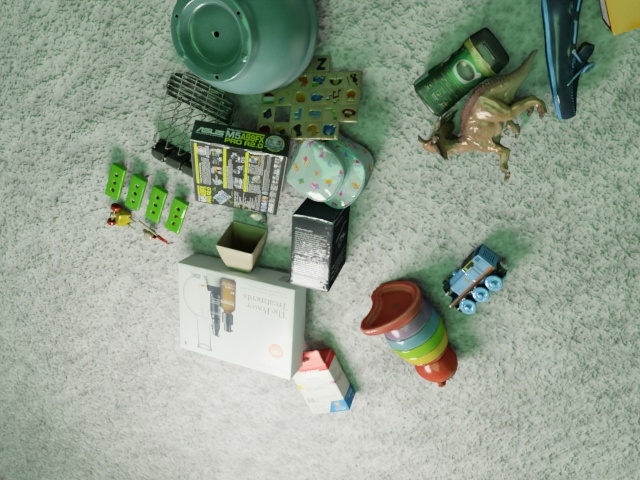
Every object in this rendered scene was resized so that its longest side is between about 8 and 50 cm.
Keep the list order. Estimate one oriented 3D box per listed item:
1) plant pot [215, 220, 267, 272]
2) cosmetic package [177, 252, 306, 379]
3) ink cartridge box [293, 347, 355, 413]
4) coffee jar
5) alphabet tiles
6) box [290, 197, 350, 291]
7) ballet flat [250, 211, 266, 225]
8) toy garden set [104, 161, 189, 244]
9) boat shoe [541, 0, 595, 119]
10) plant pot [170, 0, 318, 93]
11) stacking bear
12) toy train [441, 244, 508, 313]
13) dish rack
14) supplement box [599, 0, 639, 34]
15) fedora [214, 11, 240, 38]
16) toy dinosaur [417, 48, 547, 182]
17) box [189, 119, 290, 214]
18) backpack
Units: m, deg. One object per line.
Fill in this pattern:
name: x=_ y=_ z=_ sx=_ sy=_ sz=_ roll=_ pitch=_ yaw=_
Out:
plant pot: x=-0.215 y=0.026 z=1.534 sx=0.109 sy=0.109 sz=0.096 roll=14 pitch=133 yaw=13
cosmetic package: x=-0.230 y=0.215 z=1.602 sx=0.377 sy=0.097 sz=0.284 roll=11 pitch=113 yaw=21
ink cartridge box: x=-0.004 y=0.412 z=1.682 sx=0.134 sy=0.078 sz=0.231 roll=-15 pitch=112 yaw=27
coffee jar: x=0.290 y=-0.346 z=1.141 sx=0.184 sy=0.079 sz=0.096 roll=-34 pitch=101 yaw=33
alphabet tiles: x=-0.025 y=-0.322 z=1.246 sx=0.237 sy=0.009 sz=0.198 roll=4 pitch=81 yaw=19
box: x=0.000 y=0.000 z=1.404 sx=0.108 sy=0.153 sz=0.207 roll=12 pitch=120 yaw=15
ballet flat: x=-0.181 y=-0.085 z=1.492 sx=0.041 sy=0.041 sz=0.114 roll=-9 pitch=114 yaw=25
toy garden set: x=-0.508 y=-0.091 z=1.610 sx=0.244 sy=0.049 sz=0.203 roll=29 pitch=122 yaw=2
boat shoe: x=0.477 y=-0.358 z=1.050 sx=0.089 sy=0.109 sz=0.258 roll=-7 pitch=117 yaw=20
plant pot: x=-0.174 y=-0.424 z=1.106 sx=0.293 sy=0.196 sz=0.293 roll=10 pitch=120 yaw=18
stacking bear: x=0.261 y=0.262 z=1.460 sx=0.164 sy=0.175 sz=0.289 roll=-19 pitch=119 yaw=36
toy train: x=0.378 y=0.101 z=1.367 sx=0.105 sy=0.080 sz=0.184 roll=41 pitch=127 yaw=6
dish rack: x=-0.319 y=-0.287 z=1.414 sx=0.208 sy=0.074 sz=0.271 roll=27 pitch=122 yaw=3
supplement box: x=0.564 y=-0.449 z=0.910 sx=0.191 sy=0.194 sz=0.129 roll=-13 pitch=113 yaw=26
fedora: x=-0.153 y=-0.491 z=1.227 sx=0.194 sy=0.079 sz=0.194 roll=11 pitch=121 yaw=18
toy dinosaur: x=0.328 y=-0.252 z=1.134 sx=0.200 sy=0.127 sz=0.295 roll=19 pitch=132 yaw=0
box: x=-0.194 y=-0.166 z=1.323 sx=0.216 sy=0.060 sz=0.270 roll=10 pitch=153 yaw=-4
backpack: x=0.024 y=-0.168 z=1.308 sx=0.188 sy=0.144 sz=0.166 roll=28 pitch=119 yaw=1
